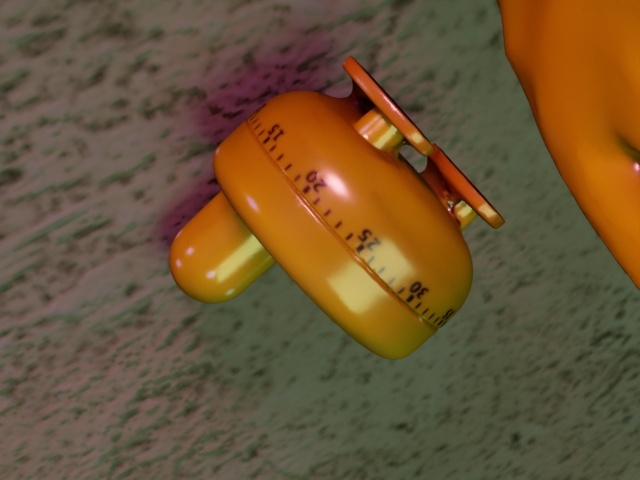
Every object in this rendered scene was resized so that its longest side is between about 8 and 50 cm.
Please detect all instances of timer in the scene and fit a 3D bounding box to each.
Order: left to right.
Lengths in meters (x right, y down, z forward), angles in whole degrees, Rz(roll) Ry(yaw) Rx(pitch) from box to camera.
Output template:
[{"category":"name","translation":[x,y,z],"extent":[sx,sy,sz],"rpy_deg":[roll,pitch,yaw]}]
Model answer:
[{"category":"timer","translation":[0.000,0.000,0.636],"extent":[0.109,0.107,0.107],"rpy_deg":[-43,138,6]}]

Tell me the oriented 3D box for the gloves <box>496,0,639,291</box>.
[{"category":"gloves","translation":[0.105,-0.076,0.480],"extent":[0.116,0.294,0.133],"rpy_deg":[-4,131,-27]}]
